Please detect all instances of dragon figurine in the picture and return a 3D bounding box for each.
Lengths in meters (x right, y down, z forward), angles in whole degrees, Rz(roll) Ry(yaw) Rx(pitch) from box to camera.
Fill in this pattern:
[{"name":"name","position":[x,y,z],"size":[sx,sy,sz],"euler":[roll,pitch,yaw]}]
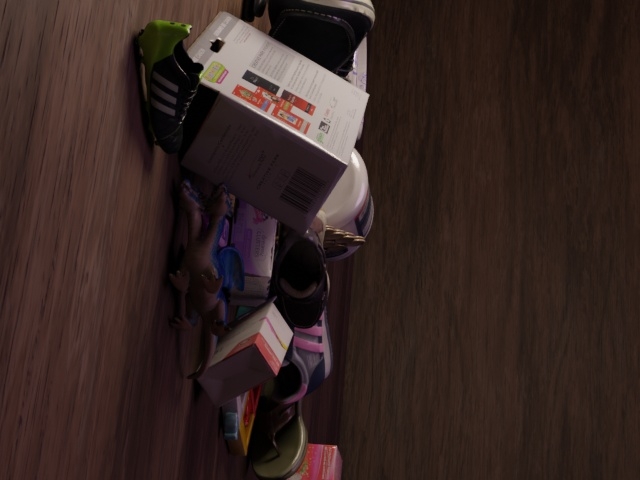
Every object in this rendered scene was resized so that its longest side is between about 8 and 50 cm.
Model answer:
[{"name":"dragon figurine","position":[-0.154,0.055,1.525],"size":[0.144,0.085,0.289],"euler":[-77,166,-53]}]

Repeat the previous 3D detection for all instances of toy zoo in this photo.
[{"name":"toy zoo","position":[-0.136,0.240,1.935],"size":[0.293,0.030,0.192],"euler":[-79,168,-51]}]

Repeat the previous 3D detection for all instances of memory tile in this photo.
[{"name":"memory tile","position":[0.000,0.000,1.905],"size":[0.148,0.113,0.012],"euler":[18,60,-59]}]

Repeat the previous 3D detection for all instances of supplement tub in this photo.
[{"name":"supplement tub","position":[0.000,-0.072,2.032],"size":[0.272,0.191,0.191],"euler":[70,24,-74]}]

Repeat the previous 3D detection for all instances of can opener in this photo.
[{"name":"can opener","position":[-0.106,-0.460,1.893],"size":[0.059,0.073,0.186],"euler":[-16,-118,58]}]

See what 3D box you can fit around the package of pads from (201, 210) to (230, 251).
[{"name":"package of pads","position":[-0.160,-0.015,1.667],"size":[0.083,0.032,0.050],"euler":[61,30,-76]}]

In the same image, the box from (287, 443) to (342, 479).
[{"name":"box","position":[-0.043,0.582,2.286],"size":[0.142,0.154,0.300],"euler":[76,19,-65]}]

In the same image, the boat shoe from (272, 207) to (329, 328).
[{"name":"boat shoe","position":[-0.036,0.059,1.837],"size":[0.285,0.102,0.092],"euler":[95,3,-46]}]

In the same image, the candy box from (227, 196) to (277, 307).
[{"name":"candy box","position":[-0.109,0.006,1.784],"size":[0.196,0.070,0.165],"euler":[104,-9,-72]}]

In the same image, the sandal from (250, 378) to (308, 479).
[{"name":"sandal","position":[-0.088,0.325,2.118],"size":[0.086,0.120,0.303],"euler":[46,39,-44]}]

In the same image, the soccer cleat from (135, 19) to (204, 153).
[{"name":"soccer cleat","position":[-0.176,-0.180,1.328],"size":[0.060,0.072,0.179],"euler":[-78,168,-52]}]

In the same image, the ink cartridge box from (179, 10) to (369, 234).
[{"name":"ink cartridge box","position":[-0.087,-0.185,1.618],"size":[0.130,0.272,0.309],"euler":[-57,-173,26]}]

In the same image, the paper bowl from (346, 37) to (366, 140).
[{"name":"paper bowl","position":[0.024,-0.369,2.499],"size":[0.284,0.148,0.284],"euler":[2,90,-82]}]

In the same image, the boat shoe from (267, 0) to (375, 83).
[{"name":"boat shoe","position":[-0.018,-0.332,1.928],"size":[0.500,0.186,0.156],"euler":[137,-36,-80]}]

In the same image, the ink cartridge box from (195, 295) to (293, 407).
[{"name":"ink cartridge box","position":[-0.113,0.169,1.716],"size":[0.067,0.115,0.198],"euler":[57,17,-12]}]

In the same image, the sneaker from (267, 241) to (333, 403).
[{"name":"sneaker","position":[-0.060,0.160,2.004],"size":[0.131,0.112,0.319],"euler":[-41,128,-40]}]

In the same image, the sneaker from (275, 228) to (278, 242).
[{"name":"sneaker","position":[-0.049,-0.100,2.230],"size":[0.124,0.107,0.283],"euler":[-61,153,-61]}]
